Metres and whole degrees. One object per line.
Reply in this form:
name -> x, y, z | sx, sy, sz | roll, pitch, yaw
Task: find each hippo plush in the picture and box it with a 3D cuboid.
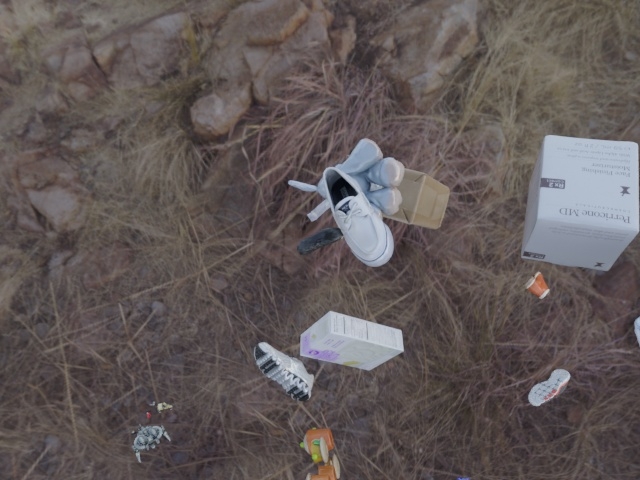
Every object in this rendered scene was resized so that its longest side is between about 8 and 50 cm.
hippo plush -> 0.104, -0.134, 1.340 | 0.294, 0.236, 0.234 | -30, 88, 5

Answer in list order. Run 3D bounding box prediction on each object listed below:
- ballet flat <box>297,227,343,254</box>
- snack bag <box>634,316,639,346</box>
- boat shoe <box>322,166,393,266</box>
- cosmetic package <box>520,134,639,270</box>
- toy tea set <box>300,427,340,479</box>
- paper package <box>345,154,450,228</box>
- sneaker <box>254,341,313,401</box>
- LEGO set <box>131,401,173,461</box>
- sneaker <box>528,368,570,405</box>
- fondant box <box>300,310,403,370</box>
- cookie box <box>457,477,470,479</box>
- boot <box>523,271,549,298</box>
ballet flat -> 0.000, 0.000, 1.537 | 0.173, 0.049, 0.057 | -21, 65, -12
snack bag -> 0.526, 0.214, 0.623 | 0.323, 0.037, 0.342 | -18, 92, -33
boat shoe -> 0.064, -0.055, 0.957 | 0.095, 0.084, 0.258 | -40, 49, 13
cosmetic package -> 0.460, -0.066, 0.824 | 0.151, 0.151, 0.183 | 9, 63, 17
toy tea set -> -0.019, 0.799, 1.645 | 0.124, 0.336, 0.200 | -15, 77, 6
paper package -> 0.255, -0.161, 1.604 | 0.309, 0.325, 0.168 | 19, 97, 27
sneaker -> -0.140, 0.495, 1.790 | 0.292, 0.110, 0.118 | 47, 37, -11
LEGO set -> -0.234, 0.258, 0.631 | 0.054, 0.023, 0.083 | -3, 45, -10
sneaker -> 0.678, 0.447, 1.345 | 0.158, 0.065, 0.061 | -28, 26, -18
fondant box -> 0.118, 0.398, 1.782 | 0.330, 0.238, 0.096 | 19, 49, -23
cookie box -> 0.442, 0.789, 1.378 | 0.040, 0.107, 0.092 | -3, 100, 6
boot -> 0.796, 0.166, 1.670 | 0.084, 0.059, 0.158 | 42, 31, 20
